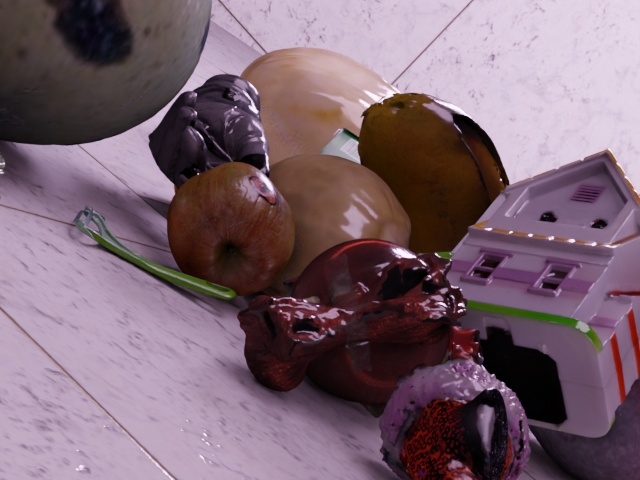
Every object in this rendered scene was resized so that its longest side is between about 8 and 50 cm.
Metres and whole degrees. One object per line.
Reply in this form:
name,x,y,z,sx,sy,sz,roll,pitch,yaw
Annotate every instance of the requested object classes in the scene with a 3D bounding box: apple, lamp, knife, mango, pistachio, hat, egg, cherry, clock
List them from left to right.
egg,-0.284,-0.262,1.620,0.345,0.345,0.428,40,-3,41
knife,-0.154,0.018,1.547,0.166,0.023,0.078,29,16,-7
apple,-0.086,-0.010,1.604,0.126,0.126,0.102,29,30,-18
pistachio,0.000,0.000,1.732,0.293,0.181,0.162,-132,-159,-63
pistachio,0.017,-0.136,2.266,0.308,0.230,0.230,28,9,3
lamp,0.029,0.066,1.485,0.223,0.215,0.151,86,-15,-63
mango,0.122,-0.053,1.824,0.151,0.156,0.249,23,-31,55
hat,0.105,0.179,1.303,0.128,0.140,0.227,22,23,-1
clock,0.245,0.039,1.677,0.235,0.309,0.166,9,-49,34
cherry,0.318,0.175,1.774,0.266,0.184,0.213,21,1,33

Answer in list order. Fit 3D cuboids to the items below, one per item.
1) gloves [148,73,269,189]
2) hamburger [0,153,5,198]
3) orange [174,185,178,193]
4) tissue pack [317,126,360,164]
gloves,-0.110,-0.103,1.763,0.142,0.119,0.285,13,14,4
hamburger,-0.328,-0.082,1.432,0.121,0.054,0.084,46,13,29
orange,-0.125,-0.061,1.880,0.083,0.083,0.083,31,10,-6
tissue pack,0.054,0.003,1.991,0.209,0.156,0.148,34,46,8
